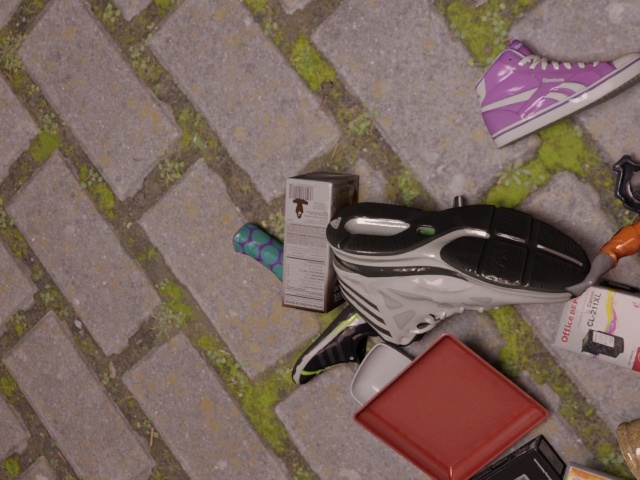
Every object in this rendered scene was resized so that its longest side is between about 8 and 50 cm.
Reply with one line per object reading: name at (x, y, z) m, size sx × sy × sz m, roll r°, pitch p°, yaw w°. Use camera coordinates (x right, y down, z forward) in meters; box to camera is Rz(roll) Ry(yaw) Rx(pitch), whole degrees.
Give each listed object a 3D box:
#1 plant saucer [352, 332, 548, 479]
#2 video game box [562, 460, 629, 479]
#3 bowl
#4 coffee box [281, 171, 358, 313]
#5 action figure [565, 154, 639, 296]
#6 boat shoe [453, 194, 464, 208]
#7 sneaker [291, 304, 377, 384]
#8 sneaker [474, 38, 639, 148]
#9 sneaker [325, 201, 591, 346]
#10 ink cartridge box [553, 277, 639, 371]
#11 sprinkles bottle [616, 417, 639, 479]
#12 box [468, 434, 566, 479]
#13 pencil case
plant saucer at (0.236, 0.310, 1.523) m, size 0.258 × 0.048 × 0.259 m, roll 38°, pitch 112°, yaw -13°
video game box at (0.497, 0.498, 1.403) m, size 0.205 × 0.048 × 0.187 m, roll 16°, pitch 90°, yaw 11°
bowl at (0.142, 0.276, 1.602) m, size 0.142 × 0.053 × 0.142 m, roll 34°, pitch 111°, yaw 15°
coffee box at (0.000, 0.000, 1.573) m, size 0.098 × 0.141 × 0.246 m, roll 7°, pitch 103°, yaw 23°
action figure at (0.587, 0.003, 1.266) m, size 0.341 × 0.178 × 0.330 m, roll 28°, pitch 83°, yaw 13°
boat shoe at (0.245, -0.021, 1.510) m, size 0.038 × 0.046 × 0.125 m, roll 2°, pitch 109°, yaw 21°
sneaker at (0.035, 0.222, 1.625) m, size 0.097 × 0.084 × 0.235 m, roll 44°, pitch 113°, yaw 11°
sneaker at (0.388, -0.279, 1.370) m, size 0.282 × 0.102 × 0.161 m, roll -23°, pitch 86°, yaw 26°
sneaker at (0.239, 0.077, 1.469) m, size 0.447 × 0.169 × 0.257 m, roll 9°, pitch 138°, yaw 18°
ink cartridge box at (0.498, 0.140, 1.403) m, size 0.175 × 0.072 × 0.127 m, roll 15°, pitch 105°, yaw 21°
sprinkles bottle at (0.664, 0.287, 1.325) m, size 0.355 × 0.121 × 0.121 m, roll -32°, pitch 85°, yaw 26°
box at (0.401, 0.548, 1.515) m, size 0.242 × 0.076 × 0.307 m, roll -41°, pitch 82°, yaw 24°
pencil case at (-0.103, 0.030, 1.666) m, size 0.152 × 0.064 × 0.070 m, roll 34°, pitch 95°, yaw 17°
